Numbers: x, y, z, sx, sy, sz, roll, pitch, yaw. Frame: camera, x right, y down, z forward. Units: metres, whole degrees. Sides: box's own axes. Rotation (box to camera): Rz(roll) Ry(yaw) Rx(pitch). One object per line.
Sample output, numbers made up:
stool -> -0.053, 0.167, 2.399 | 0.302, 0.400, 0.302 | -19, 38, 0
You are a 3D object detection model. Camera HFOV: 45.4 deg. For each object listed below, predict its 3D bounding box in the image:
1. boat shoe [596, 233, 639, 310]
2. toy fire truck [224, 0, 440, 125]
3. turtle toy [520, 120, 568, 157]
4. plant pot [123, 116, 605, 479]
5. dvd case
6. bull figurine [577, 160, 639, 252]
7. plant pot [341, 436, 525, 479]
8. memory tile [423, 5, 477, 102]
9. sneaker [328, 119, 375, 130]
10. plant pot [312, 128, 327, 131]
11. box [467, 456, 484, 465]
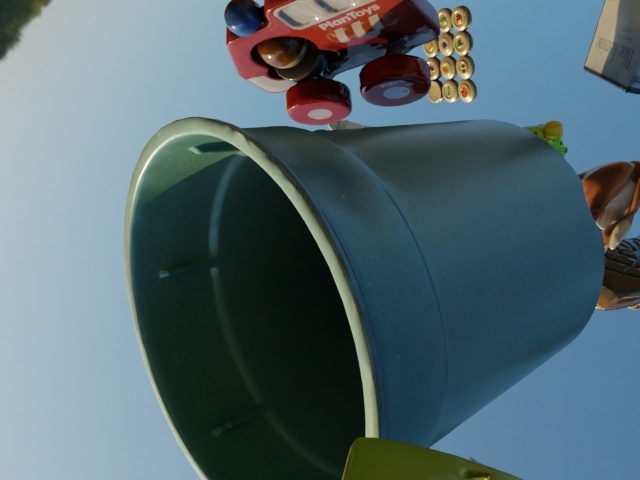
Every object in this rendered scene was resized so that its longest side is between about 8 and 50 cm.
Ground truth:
boat shoe -> 0.539, 0.062, 1.282 | 0.324, 0.120, 0.122 | -17, -138, -38
toy fire truck -> 0.004, -0.288, 1.046 | 0.302, 0.254, 0.169 | -11, -107, 29
turtle toy -> 0.268, -0.114, 1.029 | 0.130, 0.095, 0.066 | -9, -156, -2
plant pot -> 0.052, 0.037, 0.685 | 0.334, 0.341, 0.341 | -18, -169, -37
dvd case -> 0.407, -0.325, 0.972 | 0.180, 0.022, 0.253 | -89, -170, -69
bull figurine -> 0.394, -0.034, 1.221 | 0.188, 0.101, 0.310 | -62, -174, -18
plant pot -> 0.100, 0.263, 0.381 | 0.207, 0.227, 0.228 | 4, -154, 10
memory tile -> 0.200, -0.290, 1.205 | 0.012, 0.148, 0.113 | -18, -161, -28
sneaker -> 0.026, -0.160, 1.857 | 0.114, 0.152, 0.305 | -94, -156, -60
plant pot -> 0.000, 0.000, 1.040 | 0.247, 0.248, 0.252 | -18, -117, 40
box -> 0.216, 0.447, 1.127 | 0.225, 0.136, 0.036 | -57, 180, 8
